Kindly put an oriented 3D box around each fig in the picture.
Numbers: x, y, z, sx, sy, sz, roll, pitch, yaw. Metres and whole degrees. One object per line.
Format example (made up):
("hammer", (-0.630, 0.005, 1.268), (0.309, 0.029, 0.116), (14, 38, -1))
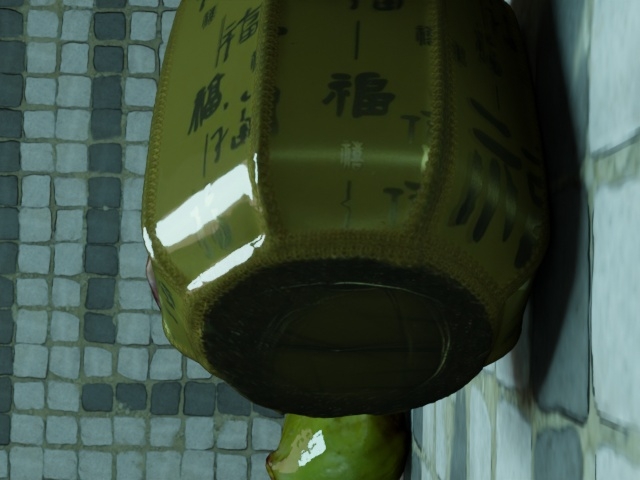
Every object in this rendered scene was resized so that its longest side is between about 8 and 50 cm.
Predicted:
("fig", (0.026, 0.182, 0.936), (0.153, 0.120, 0.136), (-42, -47, -57))

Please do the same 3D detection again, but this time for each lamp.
("lamp", (0.010, -0.033, 0.411), (0.161, 0.161, 0.185), (91, -178, -49))

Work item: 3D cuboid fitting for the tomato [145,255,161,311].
("tomato", (0.004, -0.002, 0.835), (0.309, 0.170, 0.309), (-21, -63, -50))
